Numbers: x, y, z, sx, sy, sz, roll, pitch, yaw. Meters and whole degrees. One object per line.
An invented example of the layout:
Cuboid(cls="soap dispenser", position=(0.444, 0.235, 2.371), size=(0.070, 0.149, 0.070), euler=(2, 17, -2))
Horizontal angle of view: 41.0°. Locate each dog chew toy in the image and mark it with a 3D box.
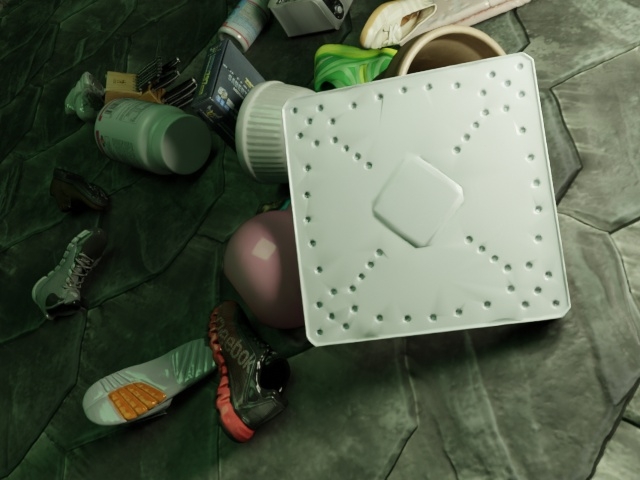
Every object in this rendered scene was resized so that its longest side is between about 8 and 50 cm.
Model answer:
Cuboid(cls="dog chew toy", position=(0.000, 0.000, 1.460), size=(0.332, 0.206, 0.206), euler=(-37, 40, -7))

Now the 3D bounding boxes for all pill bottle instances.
Cuboid(cls="pill bottle", position=(-0.183, -0.558, 2.165), size=(0.087, 0.087, 0.160), euler=(13, 64, 44))
Cuboid(cls="pill bottle", position=(-0.389, -0.240, 1.990), size=(0.283, 0.160, 0.160), euler=(18, 67, 45))

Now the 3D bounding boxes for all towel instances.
Cuboid(cls="towel", position=(0.307, -0.562, 1.817), size=(0.317, 0.053, 0.332), euler=(-19, 46, 25))

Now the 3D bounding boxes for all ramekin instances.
Cuboid(cls="ramekin", position=(-0.064, -0.208, 1.684), size=(0.109, 0.207, 0.207), euler=(9, 61, 32))

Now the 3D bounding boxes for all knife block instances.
Cuboid(cls="knife block", position=(-0.432, -0.340, 2.186), size=(0.088, 0.242, 0.275), euler=(-100, 22, -46))

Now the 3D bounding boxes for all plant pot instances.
Cuboid(cls="plant pot", position=(0.183, -0.228, 1.503), size=(0.263, 0.263, 0.229), euler=(-55, 23, -15))

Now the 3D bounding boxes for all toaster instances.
Cuboid(cls="toaster", position=(-0.020, -0.579, 2.041), size=(0.186, 0.110, 0.168), euler=(1, 55, 38))

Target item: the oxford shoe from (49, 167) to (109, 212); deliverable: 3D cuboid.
Cuboid(cls="oxford shoe", position=(-0.595, -0.104, 2.109), size=(0.227, 0.083, 0.096), euler=(24, 94, 45))

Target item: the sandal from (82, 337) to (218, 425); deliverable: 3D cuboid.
Cuboid(cls="sandal", position=(-0.292, 0.269, 1.545), size=(0.265, 0.076, 0.102), euler=(-23, 55, -10))

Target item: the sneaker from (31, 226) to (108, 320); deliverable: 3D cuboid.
Cuboid(cls="sneaker", position=(-0.533, 0.087, 1.886), size=(0.228, 0.086, 0.132), euler=(-48, 45, 8))

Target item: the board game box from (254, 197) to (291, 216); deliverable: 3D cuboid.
Cuboid(cls="board game box", position=(-0.088, 0.000, 1.649), size=(0.126, 0.026, 0.186), euler=(-9, 50, 32))

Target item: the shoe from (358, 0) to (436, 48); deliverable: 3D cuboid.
Cuboid(cls="shoe", position=(0.154, -0.434, 1.693), size=(0.058, 0.076, 0.219), euler=(31, 50, 22))

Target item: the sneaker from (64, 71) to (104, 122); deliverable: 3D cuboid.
Cuboid(cls="sneaker", position=(-0.662, -0.375, 2.390), size=(0.115, 0.090, 0.232), euler=(-39, 31, 13))

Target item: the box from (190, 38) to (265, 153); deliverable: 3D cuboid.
Cuboid(cls="box", position=(-0.161, -0.277, 1.790), size=(0.059, 0.232, 0.183), euler=(-17, 45, 29))

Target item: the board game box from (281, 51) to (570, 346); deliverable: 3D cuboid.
Cuboid(cls="board game box", position=(0.150, -0.055, 1.292), size=(0.390, 0.050, 0.390), euler=(-9, 82, 16))

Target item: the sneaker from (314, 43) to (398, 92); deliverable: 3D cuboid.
Cuboid(cls="sneaker", position=(0.108, -0.327, 1.747), size=(0.295, 0.109, 0.123), euler=(14, 92, 40))

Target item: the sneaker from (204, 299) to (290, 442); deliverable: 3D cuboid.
Cuboid(cls="sneaker", position=(-0.118, 0.200, 1.443), size=(0.135, 0.097, 0.276), euler=(-29, 44, 14))
